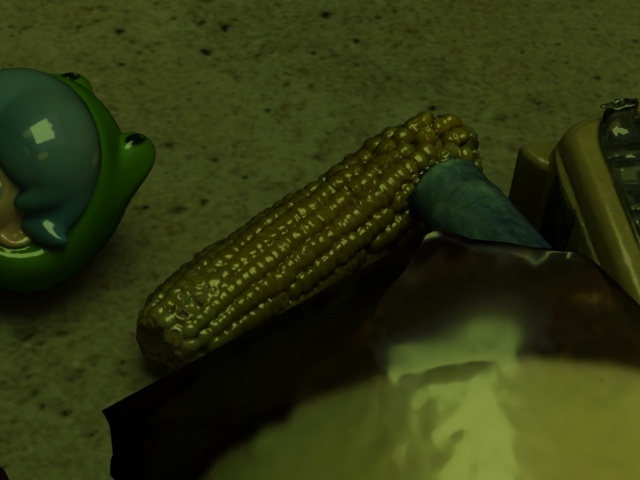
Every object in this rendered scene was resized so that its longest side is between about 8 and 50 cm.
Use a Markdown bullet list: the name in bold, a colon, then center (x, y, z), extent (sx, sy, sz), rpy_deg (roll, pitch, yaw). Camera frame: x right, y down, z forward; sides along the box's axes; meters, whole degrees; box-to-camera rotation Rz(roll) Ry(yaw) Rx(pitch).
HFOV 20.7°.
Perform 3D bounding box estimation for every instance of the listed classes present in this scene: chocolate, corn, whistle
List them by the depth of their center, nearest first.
- **chocolate**: center (0.074, 0.212, 0.912), extent (0.314, 0.326, 0.297), rpy_deg (-29, 39, 23)
- **whistle**: center (0.142, 0.040, 1.137), extent (0.062, 0.062, 0.304), rpy_deg (-10, 34, -18)
- **corn**: center (0.000, 0.000, 1.268), extent (0.320, 0.097, 0.097), rpy_deg (-34, 59, -32)

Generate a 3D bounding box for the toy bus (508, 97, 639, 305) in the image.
- **toy bus**: center (0.265, 0.065, 1.190), extent (0.202, 0.177, 0.365), rpy_deg (-5, 47, -10)

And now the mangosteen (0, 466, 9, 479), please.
- **mangosteen**: center (-0.226, 0.206, 0.912), extent (0.228, 0.265, 0.228), rpy_deg (15, 21, -6)

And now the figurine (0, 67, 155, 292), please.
- **figurine**: center (-0.247, -0.021, 1.225), extent (0.263, 0.143, 0.162), rpy_deg (-37, 53, -17)
